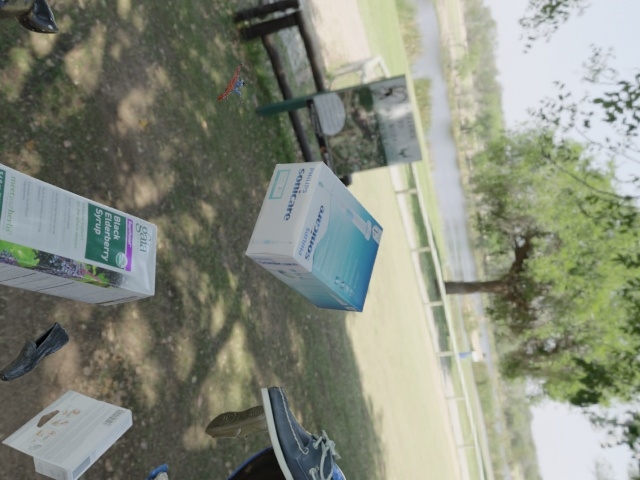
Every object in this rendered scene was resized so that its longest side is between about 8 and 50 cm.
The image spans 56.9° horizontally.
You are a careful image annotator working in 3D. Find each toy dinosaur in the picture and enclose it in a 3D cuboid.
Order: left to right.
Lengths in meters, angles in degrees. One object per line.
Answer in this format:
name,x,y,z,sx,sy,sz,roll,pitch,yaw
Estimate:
toy dinosaur,-0.188,-0.316,1.219,0.082,0.047,0.090,-41,123,-67

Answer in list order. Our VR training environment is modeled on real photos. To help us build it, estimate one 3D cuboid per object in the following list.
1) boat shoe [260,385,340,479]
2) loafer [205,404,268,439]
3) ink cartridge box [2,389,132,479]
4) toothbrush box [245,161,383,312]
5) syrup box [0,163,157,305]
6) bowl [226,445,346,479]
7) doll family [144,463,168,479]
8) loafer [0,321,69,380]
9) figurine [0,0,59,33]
boat shoe,-0.011,0.305,0.793,0.095,0.079,0.254,-122,-168,-84
loafer,-0.159,0.363,1.150,0.050,0.148,0.056,65,26,-13
ink cartridge box,-0.806,0.623,1.906,0.296,0.261,0.066,-44,142,-60
toothbrush box,0.000,0.000,1.264,0.295,0.126,0.216,41,58,-49
syrup box,-0.295,0.003,0.650,0.237,0.096,0.093,28,55,-56
bowl,-0.116,0.608,1.250,0.077,0.391,0.391,50,30,-24
doll family,-0.284,0.481,0.887,0.163,0.263,0.118,49,19,21
loafer,-0.868,0.333,1.779,0.223,0.076,0.078,-42,121,-38
figurine,-0.555,-0.420,0.960,0.092,0.215,0.209,-61,-176,1
